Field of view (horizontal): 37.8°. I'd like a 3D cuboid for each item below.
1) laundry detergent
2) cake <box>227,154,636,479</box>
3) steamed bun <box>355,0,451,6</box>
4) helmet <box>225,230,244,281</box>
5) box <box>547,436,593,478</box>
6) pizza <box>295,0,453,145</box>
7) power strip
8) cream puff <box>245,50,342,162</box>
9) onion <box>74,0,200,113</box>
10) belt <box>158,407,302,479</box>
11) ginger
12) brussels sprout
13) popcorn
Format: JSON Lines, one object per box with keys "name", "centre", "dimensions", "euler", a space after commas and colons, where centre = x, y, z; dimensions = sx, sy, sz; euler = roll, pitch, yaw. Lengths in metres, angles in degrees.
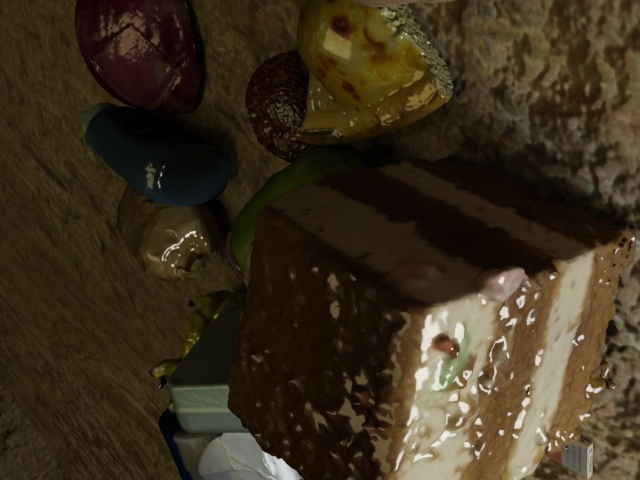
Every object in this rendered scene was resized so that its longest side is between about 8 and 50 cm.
{"name": "laundry detergent", "centre": [-0.264, -0.145, 1.404], "dimensions": [0.290, 0.143, 0.094], "euler": [33, 124, 42]}
{"name": "cake", "centre": [0.089, 0.077, 0.867], "dimensions": [0.282, 0.290, 0.255], "euler": [31, 120, 45]}
{"name": "steamed bun", "centre": [0.059, -0.308, 0.742], "dimensions": [0.301, 0.199, 0.251], "euler": [11, 122, 52]}
{"name": "helmet", "centre": [-0.086, 0.006, 1.332], "dimensions": [0.089, 0.057, 0.111], "euler": [0, 127, 10]}
{"name": "box", "centre": [0.261, 0.223, 1.025], "dimensions": [0.083, 0.012, 0.046], "euler": [24, 133, 45]}
{"name": "pizza", "centre": [0.018, -0.184, 0.971], "dimensions": [0.204, 0.081, 0.188], "euler": [-28, 85, 43]}
{"name": "power strip", "centre": [-0.048, 0.144, 1.236], "dimensions": [0.261, 0.229, 0.141], "euler": [-4, 112, 21]}
{"name": "cream puff", "centre": [-0.037, -0.151, 1.118], "dimensions": [0.149, 0.084, 0.149], "euler": [37, 140, 39]}
{"name": "onion", "centre": [-0.279, -0.286, 1.356], "dimensions": [0.247, 0.111, 0.250], "euler": [36, 138, 40]}
{"name": "belt", "centre": [-0.132, 0.301, 1.478], "dimensions": [0.347, 0.213, 0.117], "euler": [-5, 107, 62]}
{"name": "ginger", "centre": [-0.245, -0.021, 1.481], "dimensions": [0.267, 0.138, 0.152], "euler": [31, 152, 60]}
{"name": "brussels sprout", "centre": [0.000, 0.000, 1.063], "dimensions": [0.161, 0.223, 0.223], "euler": [43, 144, 40]}
{"name": "popcorn", "centre": [-0.163, 0.171, 1.442], "dimensions": [0.174, 0.195, 0.168], "euler": [29, 138, 32]}
